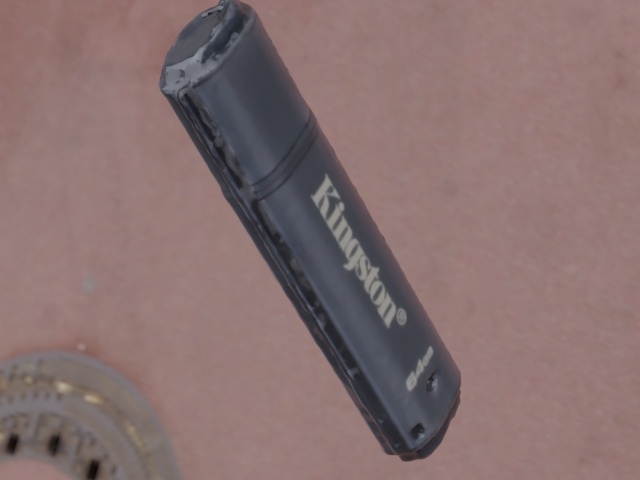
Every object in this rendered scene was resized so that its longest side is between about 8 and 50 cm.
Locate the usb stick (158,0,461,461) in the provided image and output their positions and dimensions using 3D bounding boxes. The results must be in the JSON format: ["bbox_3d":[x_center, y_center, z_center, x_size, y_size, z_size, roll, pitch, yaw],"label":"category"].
[{"bbox_3d":[0.000,0.000,0.952,0.045,0.278,0.077,-11,34,31],"label":"usb stick"}]
